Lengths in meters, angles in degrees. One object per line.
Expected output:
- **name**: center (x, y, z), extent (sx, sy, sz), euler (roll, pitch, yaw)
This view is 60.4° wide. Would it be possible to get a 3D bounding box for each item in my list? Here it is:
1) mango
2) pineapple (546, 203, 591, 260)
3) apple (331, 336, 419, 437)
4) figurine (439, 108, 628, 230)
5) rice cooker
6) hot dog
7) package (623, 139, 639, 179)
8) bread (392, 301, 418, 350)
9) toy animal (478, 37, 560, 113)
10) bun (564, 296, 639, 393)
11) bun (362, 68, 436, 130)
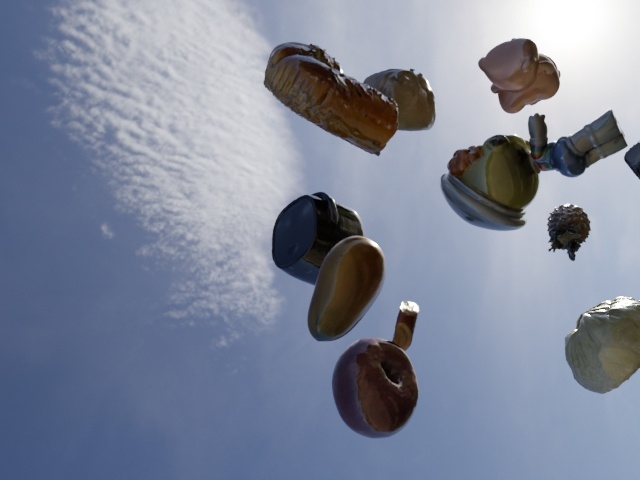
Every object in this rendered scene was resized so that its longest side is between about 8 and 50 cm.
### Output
- **mango**: center (0.060, 0.109, 1.249), extent (0.175, 0.139, 0.255), euler (-5, -55, -50)
- **pineapple**: center (0.909, -0.019, 2.033), extent (0.340, 0.169, 0.169), euler (-41, -61, -55)
- **apple**: center (0.170, 0.466, 1.746), extent (0.305, 0.235, 0.306), euler (24, -138, -24)
- **figurine**: center (0.437, -0.150, 1.168), extent (0.224, 0.381, 0.205), euler (17, -124, -31)
- **rice cooker**: center (0.000, 0.000, 1.613), extent (0.224, 0.267, 0.267), euler (20, -103, -35)
- **hot dog**: center (0.016, -0.432, 1.588), extent (0.365, 0.367, 0.196), euler (18, -68, -30)
- **package**: center (0.551, -0.112, 0.796), extent (0.030, 0.154, 0.239), euler (13, -140, -22)
- **bread**: center (0.291, 0.284, 1.869), extent (0.119, 0.067, 0.193), euler (75, -149, -66)
- **toy animal**: center (0.515, -0.419, 1.405), extent (0.197, 0.171, 0.172), euler (22, -104, -41)
- **bun**: center (0.590, 0.202, 1.133), extent (0.134, 0.220, 0.220), euler (39, -126, 13)
- **bun**: center (0.270, -0.490, 1.906), extent (0.281, 0.281, 0.205), euler (-16, -64, -42)
